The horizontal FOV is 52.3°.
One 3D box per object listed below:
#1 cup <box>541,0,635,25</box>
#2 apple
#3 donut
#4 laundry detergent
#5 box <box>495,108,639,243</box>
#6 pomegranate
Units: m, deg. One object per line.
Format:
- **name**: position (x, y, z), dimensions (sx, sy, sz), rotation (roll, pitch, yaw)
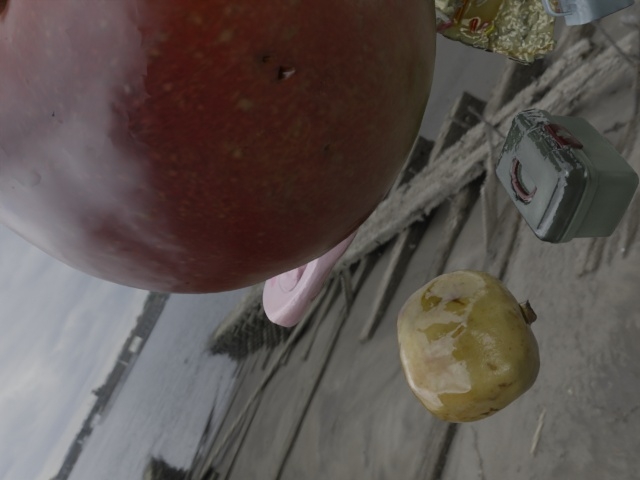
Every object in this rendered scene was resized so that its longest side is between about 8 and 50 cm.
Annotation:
- **cup**: position (0.386, -0.393, 0.974), dimensions (0.128, 0.129, 0.095), rotation (-23, 16, 1)
- **apple**: position (-0.096, -0.138, 0.435), dimensions (0.349, 0.277, 0.348), rotation (-7, 79, 37)
- **donut**: position (0.264, -0.463, 1.253), dimensions (0.307, 0.371, 0.150), rotation (43, 120, 49)
- **laundry detergent**: position (0.000, 0.000, 1.080), dimensions (0.159, 0.088, 0.335), rotation (-86, 21, -46)
- **box**: position (0.372, -0.100, 1.008), dimensions (0.210, 0.129, 0.148), rotation (-105, 19, -49)
- **pomegranate**: position (0.321, 0.229, 1.405), dimensions (0.332, 0.333, 0.332), rotation (-59, 10, 18)
